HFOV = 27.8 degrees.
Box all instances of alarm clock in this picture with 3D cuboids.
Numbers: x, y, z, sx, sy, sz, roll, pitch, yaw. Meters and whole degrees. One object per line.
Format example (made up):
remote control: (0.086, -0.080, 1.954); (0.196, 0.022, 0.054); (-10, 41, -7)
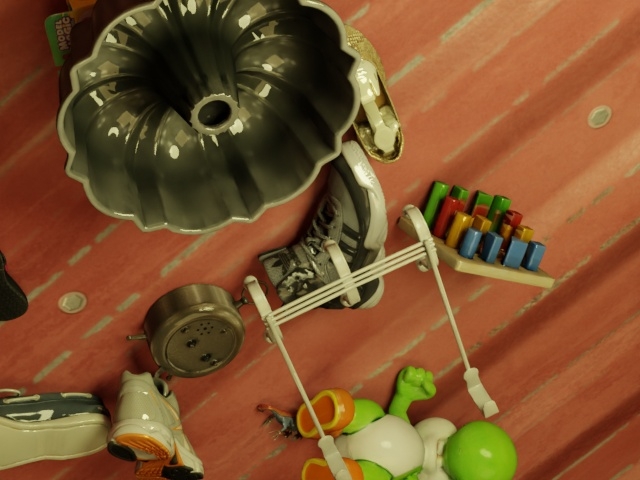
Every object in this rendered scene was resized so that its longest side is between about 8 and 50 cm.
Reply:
alarm clock: (-0.149, 0.113, 1.718); (0.192, 0.064, 0.129); (-35, 132, 2)

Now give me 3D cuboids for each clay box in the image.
clay box: (-0.187, -0.232, 1.426); (0.222, 0.053, 0.127); (-15, 133, -10)

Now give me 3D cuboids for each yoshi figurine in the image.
yoshi figurine: (0.153, 0.309, 1.917); (0.362, 0.203, 0.203); (13, 110, -40)

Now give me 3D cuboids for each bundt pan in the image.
bundt pan: (-0.128, -0.168, 1.385); (0.331, 0.124, 0.331); (-13, 134, -14)

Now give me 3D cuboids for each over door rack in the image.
over door rack: (0.061, 0.129, 1.652); (0.239, 0.108, 0.324); (-25, 120, -3)

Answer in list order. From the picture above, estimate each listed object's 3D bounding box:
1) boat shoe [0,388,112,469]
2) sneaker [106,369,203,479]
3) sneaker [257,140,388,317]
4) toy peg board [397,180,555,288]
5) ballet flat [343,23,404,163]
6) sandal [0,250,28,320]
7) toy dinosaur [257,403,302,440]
boat shoe: (-0.400, 0.239, 1.697); (0.254, 0.079, 0.095); (-5, 127, -23)
sneaker: (-0.218, 0.257, 1.781); (0.099, 0.121, 0.262); (-3, 155, 6)
sneaker: (0.000, 0.000, 1.659); (0.153, 0.101, 0.268); (-16, 134, -14)
toy peg board: (0.215, -0.013, 1.714); (0.161, 0.160, 0.079); (10, 106, -30)
ballet flat: (0.058, -0.172, 1.570); (0.073, 0.067, 0.206); (-30, 132, 3)
sandal: (-0.406, 0.038, 1.566); (0.067, 0.040, 0.179); (-18, 146, -2)
toy dinosaur: (-0.057, 0.258, 1.901); (0.090, 0.047, 0.082); (-45, 130, -30)
